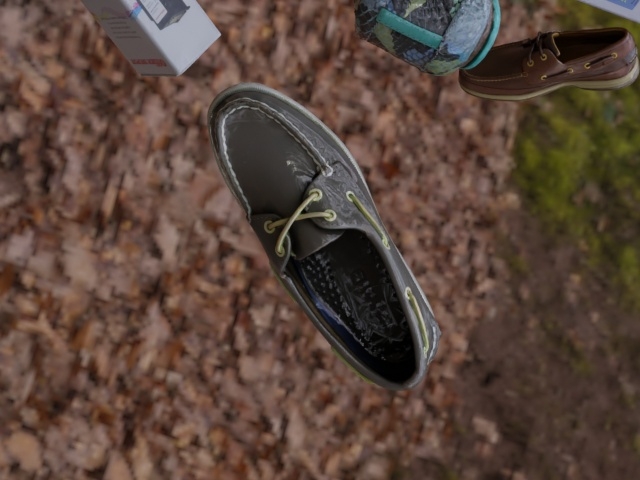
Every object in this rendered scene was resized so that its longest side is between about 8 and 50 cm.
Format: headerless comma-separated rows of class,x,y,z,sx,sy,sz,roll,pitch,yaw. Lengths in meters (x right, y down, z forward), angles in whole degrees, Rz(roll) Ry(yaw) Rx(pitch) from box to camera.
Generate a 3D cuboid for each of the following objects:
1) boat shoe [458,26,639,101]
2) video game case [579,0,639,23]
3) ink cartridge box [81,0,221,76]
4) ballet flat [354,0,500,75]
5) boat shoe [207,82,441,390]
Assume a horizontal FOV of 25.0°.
boat shoe,0.222,-0.181,1.419,0.060,0.178,0.064,71,18,-53
video game case,0.391,-0.377,1.498,0.300,0.036,0.329,10,124,-40
ink cartridge box,-0.209,-0.273,1.613,0.072,0.127,0.175,-46,115,-17
ballet flat,0.019,-0.140,0.592,0.188,0.070,0.070,-110,-165,-47
boat shoe,0.004,-0.002,1.254,0.305,0.109,0.091,55,11,-11
